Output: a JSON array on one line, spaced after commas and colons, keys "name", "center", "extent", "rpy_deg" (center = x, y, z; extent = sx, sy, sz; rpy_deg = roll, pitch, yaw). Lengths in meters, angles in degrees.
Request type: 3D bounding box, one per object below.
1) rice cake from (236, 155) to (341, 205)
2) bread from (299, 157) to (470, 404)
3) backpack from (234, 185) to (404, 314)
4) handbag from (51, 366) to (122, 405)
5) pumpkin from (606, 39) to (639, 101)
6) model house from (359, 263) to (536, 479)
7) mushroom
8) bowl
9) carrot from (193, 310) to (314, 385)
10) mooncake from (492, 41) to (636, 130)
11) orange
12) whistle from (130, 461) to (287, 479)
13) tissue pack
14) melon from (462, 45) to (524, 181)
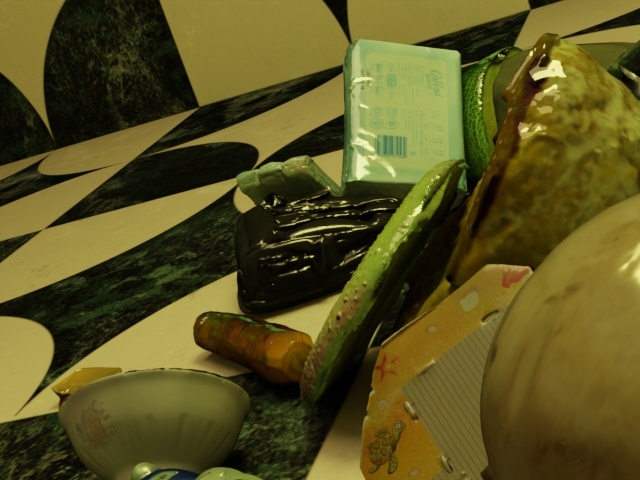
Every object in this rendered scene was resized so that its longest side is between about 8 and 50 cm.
[{"name": "rice cake", "center": [-0.025, -0.059, 1.735], "extent": [0.124, 0.211, 0.038], "rpy_deg": [-15, 61, 17]}, {"name": "bread", "center": [0.061, 0.038, 1.219], "extent": [0.301, 0.045, 0.301], "rpy_deg": [-57, -7, -10]}, {"name": "backpack", "center": [0.000, 0.000, 1.624], "extent": [0.258, 0.133, 0.206], "rpy_deg": [-13, 19, -2]}, {"name": "handbag", "center": [-0.293, 0.185, 1.513], "extent": [0.083, 0.027, 0.061], "rpy_deg": [-5, 21, 38]}, {"name": "pumpkin", "center": [0.422, -0.105, 1.285], "extent": [0.296, 0.296, 0.296], "rpy_deg": [-18, 16, 5]}, {"name": "model house", "center": [0.147, 0.158, 0.956], "extent": [0.219, 0.136, 0.207], "rpy_deg": [-41, 54, 7]}, {"name": "mushroom", "center": [0.244, 0.117, 0.640], "extent": [0.292, 0.290, 0.292], "rpy_deg": [-17, 27, 9]}, {"name": "bowl", "center": [-0.156, 0.202, 1.146], "extent": [0.189, 0.189, 0.086], "rpy_deg": [-16, 58, 13]}, {"name": "carrot", "center": [-0.082, 0.123, 1.406], "extent": [0.070, 0.070, 0.260], "rpy_deg": [-27, 17, -25]}, {"name": "mooncake", "center": [0.381, -0.200, 1.719], "extent": [0.275, 0.135, 0.275], "rpy_deg": [-5, 24, 2]}, {"name": "orange", "center": [0.207, 0.007, 1.113], "extent": [0.271, 0.210, 0.368], "rpy_deg": [-54, -6, -39]}, {"name": "whistle", "center": [-0.122, 0.240, 1.021], "extent": [0.244, 0.092, 0.110], "rpy_deg": [-7, 31, 34]}, {"name": "tissue pack", "center": [0.120, -0.168, 1.759], "extent": [0.177, 0.089, 0.263], "rpy_deg": [5, 57, -6]}, {"name": "melon", "center": [0.262, -0.205, 1.883], "extent": [0.129, 0.169, 0.265], "rpy_deg": [-8, 19, 40]}]
